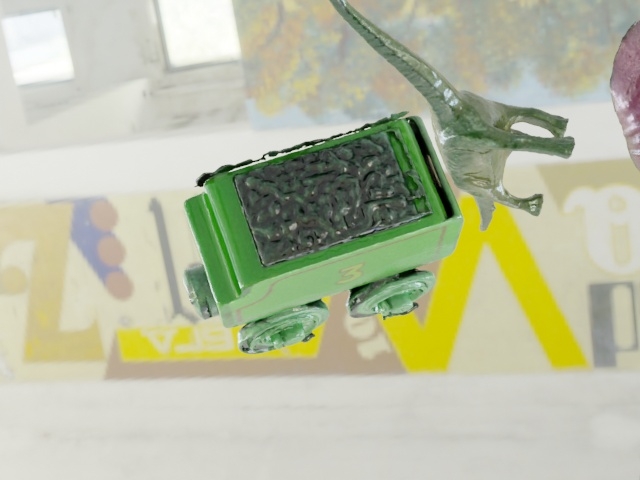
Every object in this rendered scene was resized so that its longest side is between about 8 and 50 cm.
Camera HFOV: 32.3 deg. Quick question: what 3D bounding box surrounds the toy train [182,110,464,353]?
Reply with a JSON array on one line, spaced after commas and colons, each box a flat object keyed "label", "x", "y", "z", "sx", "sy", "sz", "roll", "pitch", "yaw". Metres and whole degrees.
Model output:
[{"label": "toy train", "x": 0.000, "y": 0.000, "z": 0.936, "sx": 0.243, "sy": 0.132, "sz": 0.188, "roll": -18, "pitch": 159, "yaw": -6}]

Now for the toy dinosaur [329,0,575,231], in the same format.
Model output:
[{"label": "toy dinosaur", "x": 0.119, "y": -0.121, "z": 1.223, "sx": 0.301, "sy": 0.087, "sz": 0.447, "roll": 11, "pitch": 152, "yaw": 0}]

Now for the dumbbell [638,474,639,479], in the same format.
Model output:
[{"label": "dumbbell", "x": 0.206, "y": 0.126, "z": 0.392, "sx": 0.110, "sy": 0.110, "sz": 0.254, "roll": -12, "pitch": -165, "yaw": -9}]

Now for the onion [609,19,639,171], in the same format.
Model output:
[{"label": "onion", "x": 0.462, "y": -0.164, "z": 1.230, "sx": 0.250, "sy": 0.247, "sz": 0.111, "roll": -21, "pitch": -159, "yaw": 11}]
